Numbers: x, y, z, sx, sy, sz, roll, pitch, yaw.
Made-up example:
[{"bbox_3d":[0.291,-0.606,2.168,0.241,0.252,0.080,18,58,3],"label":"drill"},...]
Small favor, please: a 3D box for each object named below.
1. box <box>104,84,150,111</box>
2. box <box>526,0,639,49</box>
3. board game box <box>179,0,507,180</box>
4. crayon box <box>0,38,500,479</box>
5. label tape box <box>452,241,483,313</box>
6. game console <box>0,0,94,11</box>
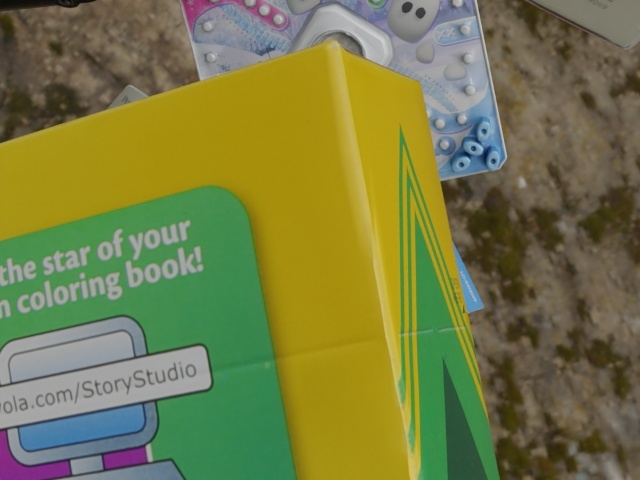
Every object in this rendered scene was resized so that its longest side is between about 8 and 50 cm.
[{"bbox_3d":[-0.249,-0.006,1.301,0.148,0.121,0.311,32,77,26],"label":"box"},{"bbox_3d":[0.211,-0.276,0.793,0.126,0.148,0.232,24,54,-12],"label":"box"},{"bbox_3d":[0.022,-0.242,1.533,0.050,0.389,0.390,-66,143,-72],"label":"board game box"},{"bbox_3d":[-0.110,0.124,0.462,0.106,0.362,0.313,7,71,-67],"label":"crayon box"},{"bbox_3d":[0.000,0.000,1.078,0.333,0.106,0.241,-7,70,-60],"label":"label tape box"},{"bbox_3d":[-0.314,-0.358,1.148,0.060,0.386,0.342,46,51,-52],"label":"game console"}]
